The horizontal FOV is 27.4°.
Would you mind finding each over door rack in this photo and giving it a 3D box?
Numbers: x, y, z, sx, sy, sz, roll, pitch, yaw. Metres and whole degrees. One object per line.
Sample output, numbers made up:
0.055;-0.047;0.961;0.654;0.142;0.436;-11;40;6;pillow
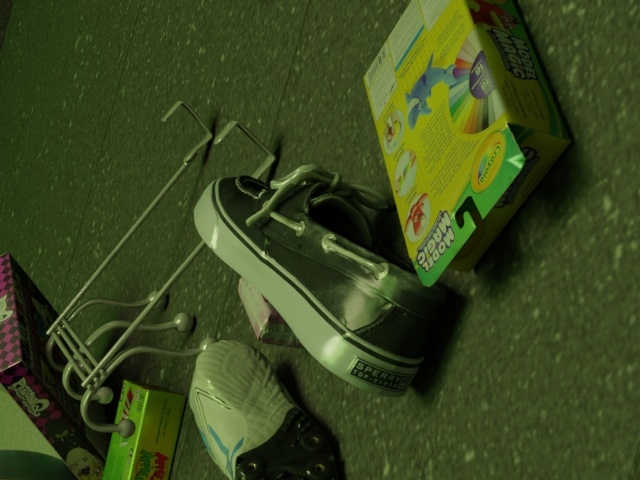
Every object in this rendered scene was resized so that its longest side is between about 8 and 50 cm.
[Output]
-0.156;0.027;1.346;0.324;0.108;0.239;-62;24;-1;over door rack

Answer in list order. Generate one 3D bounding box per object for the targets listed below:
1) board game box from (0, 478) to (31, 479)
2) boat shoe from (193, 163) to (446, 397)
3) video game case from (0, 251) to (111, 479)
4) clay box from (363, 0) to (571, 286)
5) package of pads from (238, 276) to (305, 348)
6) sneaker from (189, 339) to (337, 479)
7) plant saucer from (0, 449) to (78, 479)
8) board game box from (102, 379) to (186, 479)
-0.417;0.478;1.283;0.356;0.356;0.356;-107;34;-42;board game box
-0.003;-0.001;0.992;0.105;0.113;0.306;-64;28;12;boat shoe
-0.311;0.151;1.511;0.042;0.210;0.232;-29;34;0;video game case
0.095;-0.081;0.886;0.127;0.053;0.222;-57;32;37;clay box
-0.037;0.058;1.106;0.032;0.050;0.083;-67;26;21;package of pads
-0.045;0.170;1.045;0.237;0.085;0.086;-124;25;-55;sneaker
-0.410;0.344;1.474;0.317;0.318;0.043;-57;45;37;plant saucer
-0.191;0.241;1.359;0.092;0.043;0.181;2;79;66;board game box
